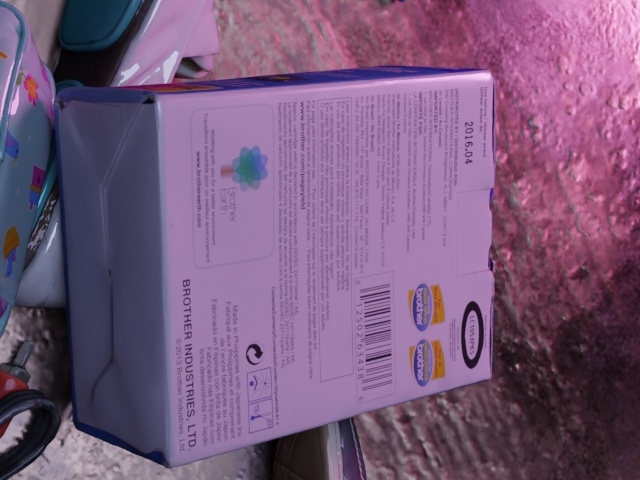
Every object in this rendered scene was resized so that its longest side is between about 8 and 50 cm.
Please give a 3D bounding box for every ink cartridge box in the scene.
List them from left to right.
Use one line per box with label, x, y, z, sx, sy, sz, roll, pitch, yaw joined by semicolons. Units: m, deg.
ink cartridge box;0.000;0.000;1.060;0.395;0.151;0.270;-9;104;-37

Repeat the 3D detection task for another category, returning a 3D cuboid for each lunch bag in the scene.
lunch bag;-0.321;-0.051;0.957;0.224;0.108;0.279;4;69;6

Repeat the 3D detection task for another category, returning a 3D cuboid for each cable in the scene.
cable;-0.309;0.195;1.034;0.139;0.072;0.287;29;87;-37

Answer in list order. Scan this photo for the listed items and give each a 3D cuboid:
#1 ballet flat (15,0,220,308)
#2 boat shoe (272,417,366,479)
ballet flat;-0.159;-0.127;1.083;0.139;0.139;0.400;23;81;-21
boat shoe;0.023;0.271;1.139;0.092;0.103;0.285;-7;93;-29
